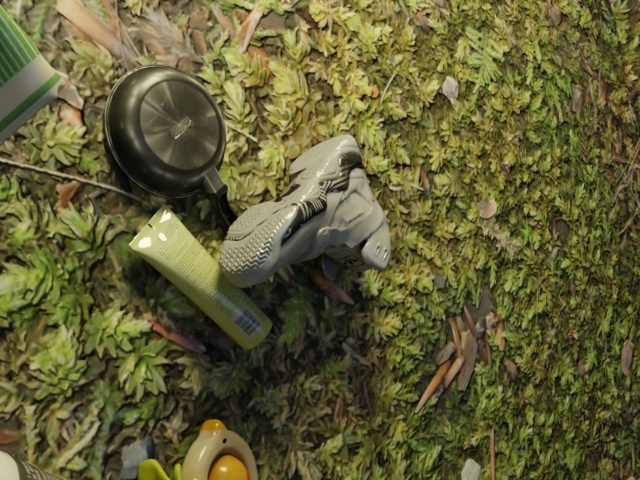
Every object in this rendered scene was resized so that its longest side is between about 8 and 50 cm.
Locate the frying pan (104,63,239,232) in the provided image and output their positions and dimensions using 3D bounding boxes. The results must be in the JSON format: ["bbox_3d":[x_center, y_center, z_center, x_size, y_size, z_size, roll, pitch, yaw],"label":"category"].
[{"bbox_3d":[-0.195,-0.099,1.016,0.197,0.053,0.325,-21,96,-42],"label":"frying pan"}]

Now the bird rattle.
[{"bbox_3d":[-0.137,0.371,0.973,0.253,0.143,0.206,52,38,-29],"label":"bird rattle"}]

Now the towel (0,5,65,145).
[{"bbox_3d":[-0.465,-0.207,0.720,0.248,0.038,0.325,-43,117,-4],"label":"towel"}]

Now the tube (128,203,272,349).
[{"bbox_3d":[-0.168,0.060,1.019,0.062,0.070,0.240,-40,112,4],"label":"tube"}]

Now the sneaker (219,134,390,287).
[{"bbox_3d":[0.000,0.000,1.096,0.210,0.138,0.365,59,41,-21],"label":"sneaker"}]

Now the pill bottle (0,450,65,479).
[{"bbox_3d":[-0.335,0.320,0.741,0.283,0.161,0.161,48,56,-39],"label":"pill bottle"}]
